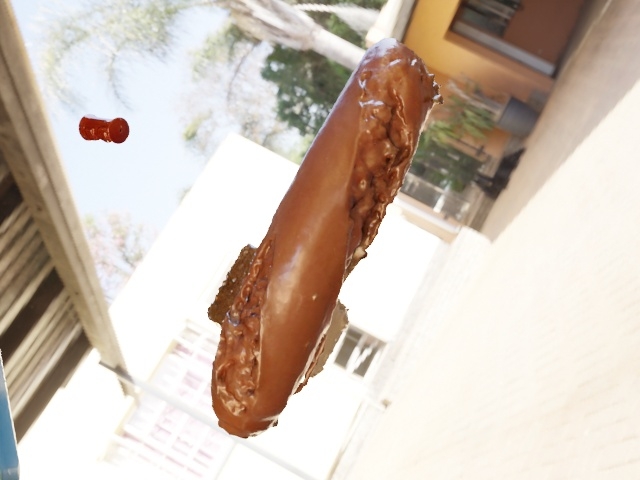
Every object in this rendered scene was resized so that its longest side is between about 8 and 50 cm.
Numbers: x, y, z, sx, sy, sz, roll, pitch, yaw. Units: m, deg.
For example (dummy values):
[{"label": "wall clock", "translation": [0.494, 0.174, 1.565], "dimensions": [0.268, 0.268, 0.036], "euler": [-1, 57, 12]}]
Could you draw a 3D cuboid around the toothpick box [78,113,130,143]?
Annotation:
[{"label": "toothpick box", "translation": [-0.359, -0.185, 1.265], "dimensions": [0.047, 0.083, 0.047], "euler": [-18, -67, -51]}]

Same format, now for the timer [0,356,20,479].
[{"label": "timer", "translation": [-0.387, 0.163, 0.664], "dimensions": [0.232, 0.250, 0.091], "euler": [-24, -19, 1]}]

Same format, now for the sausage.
[{"label": "sausage", "translation": [0.000, -0.001, 0.572], "dimensions": [0.326, 0.079, 0.087], "euler": [-64, -19, -3]}]

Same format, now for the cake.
[{"label": "cake", "translation": [-0.050, 0.098, 1.026], "dimensions": [0.134, 0.147, 0.135], "euler": [-63, -30, -6]}]
